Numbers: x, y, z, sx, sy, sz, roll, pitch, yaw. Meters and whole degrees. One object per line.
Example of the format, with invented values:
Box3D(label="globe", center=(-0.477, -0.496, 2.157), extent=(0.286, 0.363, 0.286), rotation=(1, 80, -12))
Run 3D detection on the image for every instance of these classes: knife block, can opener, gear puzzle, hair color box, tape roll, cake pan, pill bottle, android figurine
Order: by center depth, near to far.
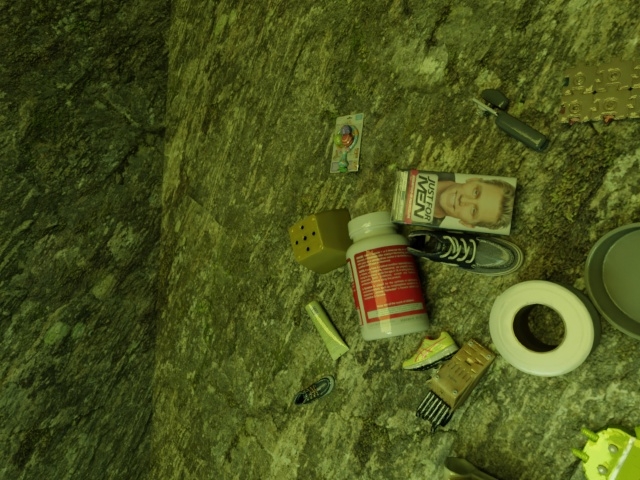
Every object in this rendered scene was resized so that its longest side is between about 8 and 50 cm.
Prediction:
Box3D(label="cake pan", center=(0.792, 0.098, 0.997), extent=(0.293, 0.054, 0.293), rotation=(28, 123, 56))
Box3D(label="android figurine", center=(0.776, 0.571, 1.028), extent=(0.273, 0.056, 0.248), rotation=(28, 103, 36))
Box3D(label="gear puzzle", center=(0.825, -0.396, 1.102), extent=(0.339, 0.044, 0.175), rotation=(7, 88, 37))
Box3D(label="tape roll", center=(0.604, 0.229, 1.130), extent=(0.246, 0.169, 0.246), rotation=(-4, 83, 39))
Box3D(label="can opener", center=(0.576, -0.373, 1.278), extent=(0.093, 0.074, 0.280), rotation=(-51, 57, 23))
Box3D(label="hair color box", center=(0.401, -0.119, 1.290), extent=(0.347, 0.105, 0.173), rotation=(7, 92, 16))
Box3D(label="knife block", center=(0.420, 0.469, 1.324), extent=(0.276, 0.242, 0.088), rotation=(-36, 53, -21))
Box3D(label="pill bottle", center=(0.214, 0.120, 1.423), extent=(0.229, 0.229, 0.407), rotation=(-21, 73, 36))

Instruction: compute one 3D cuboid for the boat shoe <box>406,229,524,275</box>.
Box3D(label="boat shoe", center=(0.431, 0.036, 1.298), extent=(0.341, 0.158, 0.127), rotation=(7, 90, 40))

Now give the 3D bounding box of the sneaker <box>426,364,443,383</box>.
Box3D(label="sneaker", center=(0.380, 0.442, 1.385), extent=(0.083, 0.032, 0.037), rotation=(-42, 47, 23))

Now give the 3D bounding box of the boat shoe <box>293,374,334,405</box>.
Box3D(label="boat shoe", center=(-0.026, 0.601, 1.662), extent=(0.183, 0.083, 0.065), rotation=(-47, 59, 26))

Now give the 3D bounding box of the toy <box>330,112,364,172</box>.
Box3D(label="toy", center=(0.095, -0.396, 1.687), extent=(0.137, 0.056, 0.237), rotation=(3, 87, 38))

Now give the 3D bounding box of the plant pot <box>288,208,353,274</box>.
Box3D(label="plant pot", center=(0.000, 0.000, 1.638), extent=(0.212, 0.187, 0.212), rotation=(-28, 69, 34))

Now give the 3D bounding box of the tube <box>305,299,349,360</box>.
Box3D(label="tube", center=(0.021, 0.353, 1.672), extent=(0.240, 0.062, 0.070), rotation=(57, 163, 23))

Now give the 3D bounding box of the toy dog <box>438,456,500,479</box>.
Box3D(label="toy dog", center=(0.406, 0.857, 1.096), extent=(0.285, 0.395, 0.407), rotation=(10, 83, 31))

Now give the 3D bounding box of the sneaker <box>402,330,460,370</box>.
Box3D(label="sneaker", center=(0.356, 0.367, 1.386), extent=(0.208, 0.081, 0.094), rotation=(-34, 55, 27))
